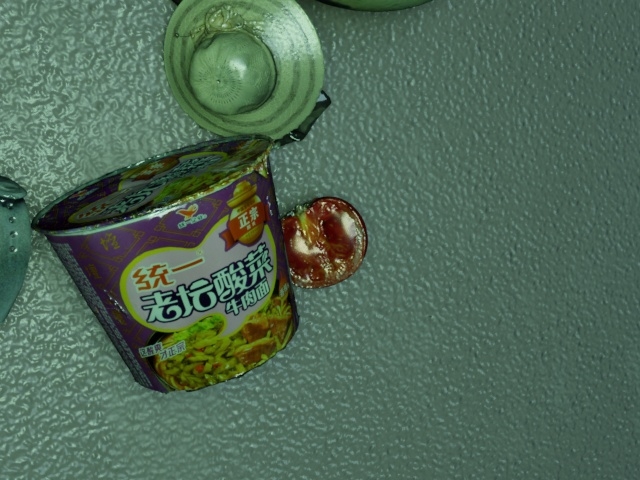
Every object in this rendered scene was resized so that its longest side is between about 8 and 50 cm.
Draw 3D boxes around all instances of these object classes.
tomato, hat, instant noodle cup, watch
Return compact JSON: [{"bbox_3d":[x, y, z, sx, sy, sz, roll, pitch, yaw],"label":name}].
[{"bbox_3d":[0.000,0.000,1.303,0.159,0.091,0.139,-29,94,11],"label":"tomato"},{"bbox_3d":[-0.128,-0.237,1.154,0.252,0.110,0.252,6,115,13],"label":"hat"},{"bbox_3d":[-0.180,0.033,1.121,0.340,0.340,0.266,-24,109,-18],"label":"instant noodle cup"},{"bbox_3d":[-0.447,-0.001,1.076,0.068,0.206,0.193,2,111,-44],"label":"watch"}]

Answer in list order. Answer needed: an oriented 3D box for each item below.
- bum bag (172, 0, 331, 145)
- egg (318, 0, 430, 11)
[{"bbox_3d":[-0.111,-0.299,1.233,0.144,0.095,0.340,-27,103,11],"label":"bum bag"},{"bbox_3d":[0.067,-0.499,1.158,0.428,0.345,0.345,17,87,-32],"label":"egg"}]
